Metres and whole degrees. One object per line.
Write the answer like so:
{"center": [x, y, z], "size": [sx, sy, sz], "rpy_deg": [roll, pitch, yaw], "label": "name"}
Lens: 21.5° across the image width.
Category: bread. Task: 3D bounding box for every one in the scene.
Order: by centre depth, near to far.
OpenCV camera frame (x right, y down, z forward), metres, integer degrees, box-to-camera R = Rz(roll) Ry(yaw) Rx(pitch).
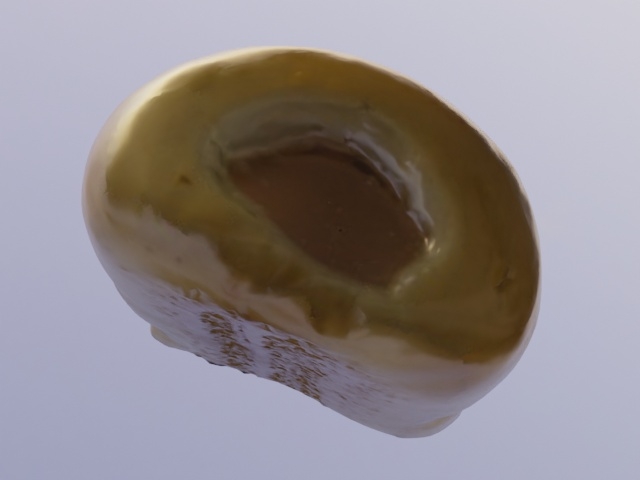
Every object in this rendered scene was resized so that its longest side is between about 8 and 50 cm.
{"center": [0.001, -0.001, 0.508], "size": [0.134, 0.085, 0.173], "rpy_deg": [22, 169, 2], "label": "bread"}
